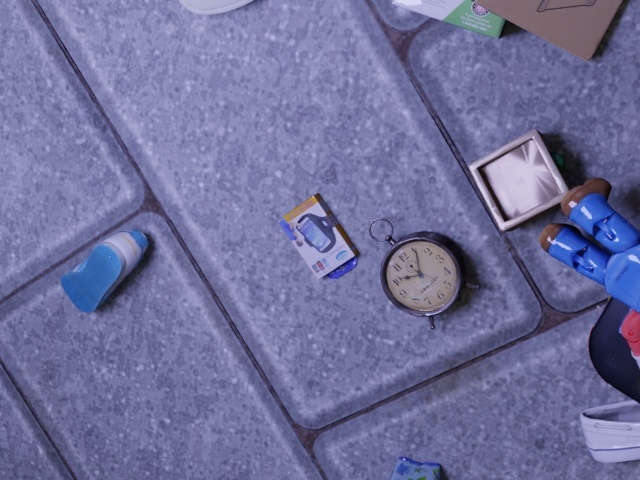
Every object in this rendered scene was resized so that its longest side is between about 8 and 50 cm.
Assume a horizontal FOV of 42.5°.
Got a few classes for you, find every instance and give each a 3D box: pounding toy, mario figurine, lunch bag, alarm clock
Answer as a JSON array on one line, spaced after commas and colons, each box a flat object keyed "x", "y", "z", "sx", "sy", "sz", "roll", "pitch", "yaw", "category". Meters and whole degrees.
[{"x": 0.316, "y": -0.084, "z": 1.203, "sx": 0.141, "sy": 0.100, "sz": 0.130, "roll": -29, "pitch": 80, "yaw": 20, "category": "pounding toy"}, {"x": 0.456, "y": 0.061, "z": 1.095, "sx": 0.170, "sy": 0.198, "sz": 0.320, "roll": -35, "pitch": 60, "yaw": -11, "category": "mario figurine"}, {"x": 0.147, "y": 0.462, "z": 1.378, "sx": 0.096, "sy": 0.129, "sz": 0.151, "roll": 6, "pitch": 108, "yaw": 18, "category": "lunch bag"}, {"x": 0.150, "y": 0.037, "z": 1.297, "sx": 0.192, "sy": 0.064, "sz": 0.129, "roll": 46, "pitch": 113, "yaw": 0, "category": "alarm clock"}]

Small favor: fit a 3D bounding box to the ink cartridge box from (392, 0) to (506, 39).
[{"x": 0.213, "y": -0.410, "z": 1.138, "sx": 0.160, "sy": 0.092, "sz": 0.220, "roll": 22, "pitch": 109, "yaw": 9, "category": "ink cartridge box"}]

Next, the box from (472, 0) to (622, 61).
[{"x": 0.320, "y": -0.353, "z": 1.095, "sx": 0.201, "sy": 0.021, "sz": 0.165, "roll": 20, "pitch": 107, "yaw": -22, "category": "box"}]

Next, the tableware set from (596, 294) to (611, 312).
[{"x": 0.497, "y": 0.080, "z": 1.219, "sx": 0.104, "sy": 0.024, "sz": 0.154, "roll": 41, "pitch": 112, "yaw": 0, "category": "tableware set"}]

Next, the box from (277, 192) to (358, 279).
[{"x": 0.000, "y": 0.000, "z": 1.356, "sx": 0.081, "sy": 0.028, "sz": 0.136, "roll": -34, "pitch": 90, "yaw": 23, "category": "box"}]

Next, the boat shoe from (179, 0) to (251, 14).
[{"x": -0.092, "y": -0.452, "z": 1.230, "sx": 0.305, "sy": 0.091, "sz": 0.109, "roll": -30, "pitch": 131, "yaw": 25, "category": "boat shoe"}]

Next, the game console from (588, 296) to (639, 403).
[{"x": 0.578, "y": 0.099, "z": 1.090, "sx": 0.342, "sy": 0.060, "sz": 0.387, "roll": 36, "pitch": 116, "yaw": 30, "category": "game console"}]

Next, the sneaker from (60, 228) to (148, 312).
[{"x": -0.385, "y": 0.057, "z": 1.470, "sx": 0.228, "sy": 0.092, "sz": 0.087, "roll": -33, "pitch": 95, "yaw": 42, "category": "sneaker"}]

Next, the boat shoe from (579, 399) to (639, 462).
[{"x": 0.517, "y": 0.265, "z": 1.221, "sx": 0.258, "sy": 0.095, "sz": 0.084, "roll": -19, "pitch": 102, "yaw": 21, "category": "boat shoe"}]
